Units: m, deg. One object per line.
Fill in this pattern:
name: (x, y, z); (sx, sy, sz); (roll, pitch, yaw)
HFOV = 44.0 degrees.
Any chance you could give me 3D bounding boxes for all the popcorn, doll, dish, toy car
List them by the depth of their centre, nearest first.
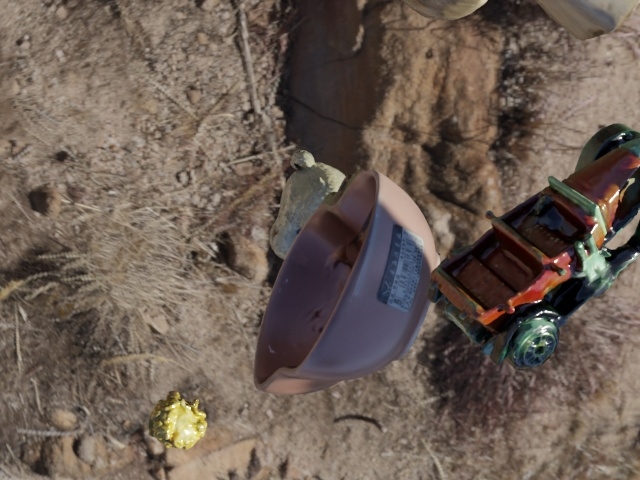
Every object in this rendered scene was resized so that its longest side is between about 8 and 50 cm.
toy car: (0.123, -0.002, 0.399); (0.143, 0.073, 0.054); (-40, 134, 0)
dish: (0.030, 0.046, 0.677); (0.090, 0.213, 0.213); (26, 84, -15)
popcorn: (-0.198, 0.249, 1.096); (0.082, 0.057, 0.083); (-10, 83, -36)
doll: (0.000, 0.004, 1.209); (0.149, 0.175, 0.278); (-36, 148, -12)

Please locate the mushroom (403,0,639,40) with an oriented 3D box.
mushroom: (0.221, -0.336, 0.825); (0.290, 0.292, 0.292); (34, 79, -6)
